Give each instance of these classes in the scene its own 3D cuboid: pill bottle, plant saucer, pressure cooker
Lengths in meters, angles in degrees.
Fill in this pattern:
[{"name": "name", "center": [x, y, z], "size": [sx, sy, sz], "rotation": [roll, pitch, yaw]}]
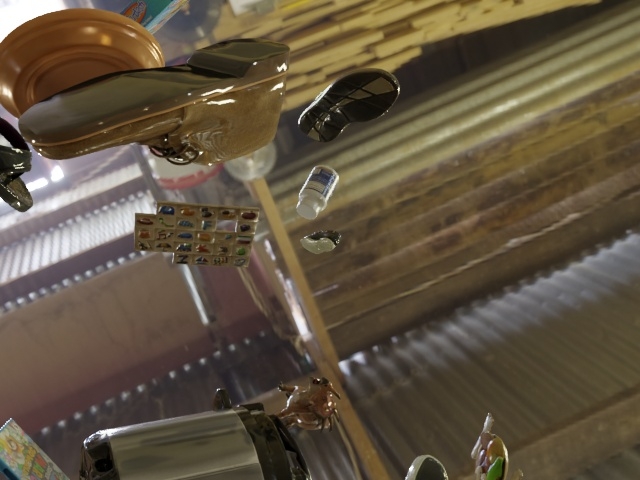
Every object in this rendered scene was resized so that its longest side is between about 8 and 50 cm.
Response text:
[{"name": "pill bottle", "center": [-0.009, -0.108, 1.742], "size": [0.067, 0.067, 0.120], "rotation": [-4, -134, 38]}, {"name": "plant saucer", "center": [-0.281, -0.186, 0.904], "size": [0.200, 0.200, 0.037], "rotation": [-21, -117, 1]}, {"name": "pressure cooker", "center": [-0.207, 0.502, 1.403], "size": [0.421, 0.369, 0.375], "rotation": [-6, -163, -22]}]

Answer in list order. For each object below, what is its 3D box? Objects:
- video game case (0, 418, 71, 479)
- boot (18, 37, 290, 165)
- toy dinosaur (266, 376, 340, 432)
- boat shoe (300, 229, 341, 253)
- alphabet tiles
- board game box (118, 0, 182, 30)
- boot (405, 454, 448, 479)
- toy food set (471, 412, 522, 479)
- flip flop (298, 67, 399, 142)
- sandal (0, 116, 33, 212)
[{"name": "video game case", "center": [-0.434, 0.352, 1.166], "size": [0.015, 0.166, 0.119], "rotation": [-40, -172, -1]}, {"name": "boot", "center": [-0.143, -0.113, 0.753], "size": [0.112, 0.115, 0.305], "rotation": [26, -144, 34]}, {"name": "toy dinosaur", "center": [-0.017, 0.451, 2.039], "size": [0.200, 0.295, 0.127], "rotation": [3, -112, 20]}, {"name": "boat shoe", "center": [0.001, 0.001, 1.868], "size": [0.042, 0.049, 0.133], "rotation": [-47, -158, -28]}, {"name": "alphabet tiles", "center": [-0.252, -0.010, 1.538], "size": [0.237, 0.198, 0.009], "rotation": [4, -127, -11]}, {"name": "board game box", "center": [-0.278, -0.401, 1.310], "size": [0.210, 0.047, 0.160], "rotation": [-28, -162, 36]}, {"name": "boot", "center": [0.126, 0.489, 1.300], "size": [0.176, 0.088, 0.244], "rotation": [-42, -163, 43]}, {"name": "toy food set", "center": [0.339, 0.452, 1.560], "size": [0.039, 0.132, 0.192], "rotation": [13, -159, -13]}, {"name": "flip flop", "center": [0.054, -0.281, 1.553], "size": [0.277, 0.112, 0.080], "rotation": [-27, -150, 55]}, {"name": "sandal", "center": [-0.642, -0.189, 1.485], "size": [0.107, 0.167, 0.445], "rotation": [-33, 158, -9]}]
